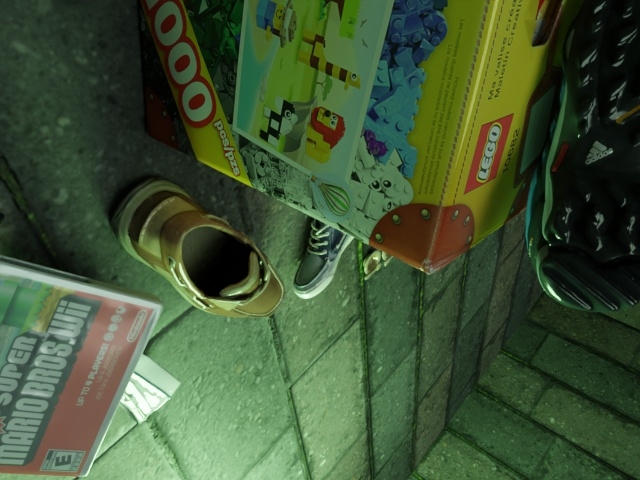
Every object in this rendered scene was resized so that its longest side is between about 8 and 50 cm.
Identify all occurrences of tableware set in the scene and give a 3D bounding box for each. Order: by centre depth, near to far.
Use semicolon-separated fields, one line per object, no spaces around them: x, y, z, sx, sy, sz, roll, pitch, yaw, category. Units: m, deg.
0.134;-0.004;1.126;0.141;0.020;0.168;-32;138;-39;tableware set

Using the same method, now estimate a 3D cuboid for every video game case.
-0.311;0.109;0.476;0.285;0.025;0.203;22;95;-36;video game case

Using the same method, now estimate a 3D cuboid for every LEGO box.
0.028;-0.286;0.437;0.193;0.373;0.499;-27;133;-43;LEGO box

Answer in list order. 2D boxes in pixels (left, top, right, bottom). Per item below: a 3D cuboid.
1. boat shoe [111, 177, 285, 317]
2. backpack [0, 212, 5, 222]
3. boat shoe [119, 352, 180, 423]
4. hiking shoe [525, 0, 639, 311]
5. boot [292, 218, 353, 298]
-0.126;0.042;0.697;0.123;0.117;0.324;-58;148;-7;boat shoe
-0.311;-0.046;0.326;0.173;0.158;0.116;-25;126;-28;backpack
-0.250;0.152;0.623;0.084;0.095;0.258;-55;146;-20;boat shoe
0.227;-0.099;0.438;0.132;0.113;0.303;-46;153;-83;hiking shoe
0.000;0.000;0.906;0.189;0.069;0.086;-58;142;-22;boot
